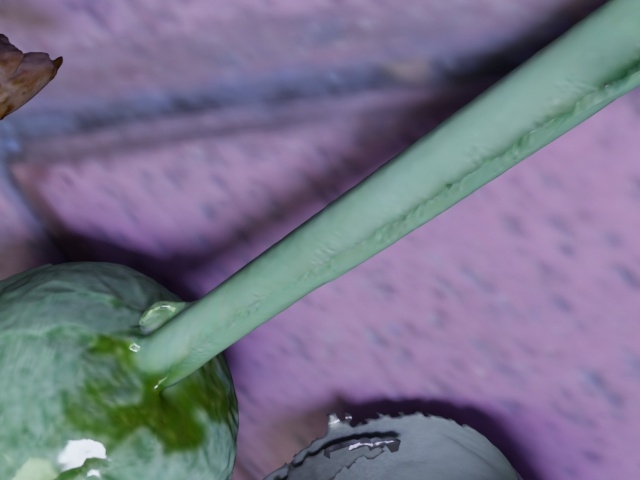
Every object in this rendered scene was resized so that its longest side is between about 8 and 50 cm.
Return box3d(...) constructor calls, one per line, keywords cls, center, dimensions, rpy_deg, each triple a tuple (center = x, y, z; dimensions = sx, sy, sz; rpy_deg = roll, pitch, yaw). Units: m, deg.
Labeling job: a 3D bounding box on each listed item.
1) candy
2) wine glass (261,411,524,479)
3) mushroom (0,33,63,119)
box3d(cls="candy", center=(0.000, 0.000, 0.533), dimensions=(0.119, 0.119, 0.440), rpy_deg=(40, 135, -14))
box3d(cls="wine glass", center=(0.072, 0.209, 0.684), dimensions=(0.143, 0.143, 0.321), rpy_deg=(-1, 131, 35))
box3d(cls="mushroom", center=(-0.152, -0.095, 0.521), dimensions=(0.170, 0.080, 0.135), rpy_deg=(37, 155, -11))
